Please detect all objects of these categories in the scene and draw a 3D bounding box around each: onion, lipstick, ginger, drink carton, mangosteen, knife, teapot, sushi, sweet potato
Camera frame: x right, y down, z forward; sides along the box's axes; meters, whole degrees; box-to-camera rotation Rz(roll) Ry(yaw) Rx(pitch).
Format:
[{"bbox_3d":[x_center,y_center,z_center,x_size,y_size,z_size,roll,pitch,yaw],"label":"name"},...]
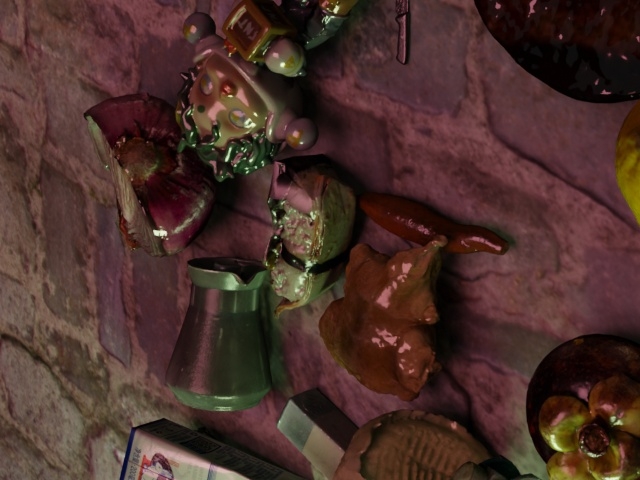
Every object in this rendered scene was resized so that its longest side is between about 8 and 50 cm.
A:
[{"bbox_3d":[-0.261,-0.096,1.841,0.267,0.159,0.349,63,165,11],"label":"onion"},{"bbox_3d":[0.066,0.353,1.698,0.317,0.066,0.068,40,123,28],"label":"lipstick"},{"bbox_3d":[0.101,0.100,1.554,0.219,0.123,0.270,58,147,25],"label":"ginger"},{"bbox_3d":[-0.175,0.409,1.846,0.314,0.106,0.131,19,100,25],"label":"drink carton"},{"bbox_3d":[0.328,0.213,1.335,0.192,0.217,0.192,4,99,27],"label":"mangosteen"},{"bbox_3d":[0.113,-0.327,1.545,0.023,0.010,0.170,9,103,34],"label":"knife"},{"bbox_3d":[-0.160,0.141,1.804,0.203,0.171,0.225,-153,67,-68],"label":"teapot"},{"bbox_3d":[-0.012,0.013,1.653,0.109,0.134,0.273,23,114,29],"label":"sushi"},{"bbox_3d":[0.146,-0.019,1.554,0.264,0.057,0.057,22,114,35],"label":"sweet potato"}]

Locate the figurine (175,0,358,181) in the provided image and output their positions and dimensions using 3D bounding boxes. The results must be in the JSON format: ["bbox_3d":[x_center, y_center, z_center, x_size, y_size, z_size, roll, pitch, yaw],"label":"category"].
[{"bbox_3d":[-0.080,-0.248,1.613,0.261,0.186,0.382,56,129,24],"label":"figurine"}]

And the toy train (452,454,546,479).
[{"bbox_3d":[0.263,0.403,1.395,0.194,0.298,0.120,-56,12,-5],"label":"toy train"}]

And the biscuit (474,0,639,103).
[{"bbox_3d":[0.347,-0.361,1.280,0.407,0.091,0.408,13,110,40],"label":"biscuit"}]

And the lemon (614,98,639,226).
[{"bbox_3d":[0.415,-0.084,1.198,0.192,0.231,0.192,-25,60,53],"label":"lemon"}]

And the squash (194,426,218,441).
[{"bbox_3d":[-0.172,0.404,1.932,0.052,0.052,0.183,-39,72,40],"label":"squash"}]

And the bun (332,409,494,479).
[{"bbox_3d":[0.124,0.359,1.529,0.259,0.259,0.152,54,138,19],"label":"bun"}]
